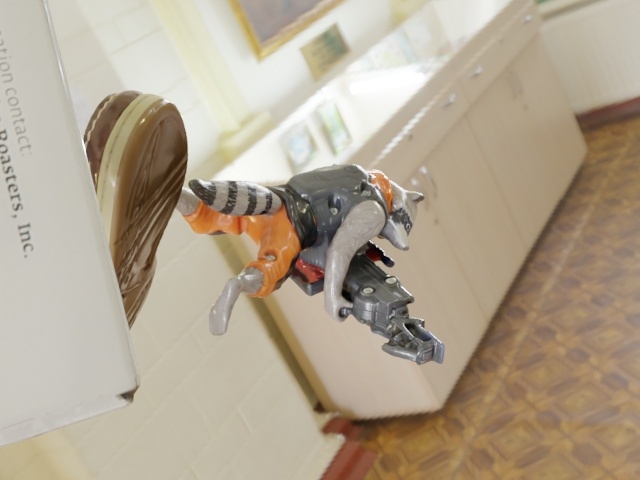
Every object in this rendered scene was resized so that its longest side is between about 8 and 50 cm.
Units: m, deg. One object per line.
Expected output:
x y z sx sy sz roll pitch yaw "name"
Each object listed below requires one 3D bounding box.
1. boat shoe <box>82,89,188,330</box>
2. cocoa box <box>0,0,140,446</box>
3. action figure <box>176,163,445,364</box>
-0.196 -0.011 0.769 0.123 0.123 0.342 -63 0 -31 "boat shoe"
-0.238 -0.088 0.359 0.232 0.347 0.228 -15 8 -24 "cocoa box"
0.000 0.000 1.053 0.330 0.178 0.341 -15 37 -39 "action figure"
